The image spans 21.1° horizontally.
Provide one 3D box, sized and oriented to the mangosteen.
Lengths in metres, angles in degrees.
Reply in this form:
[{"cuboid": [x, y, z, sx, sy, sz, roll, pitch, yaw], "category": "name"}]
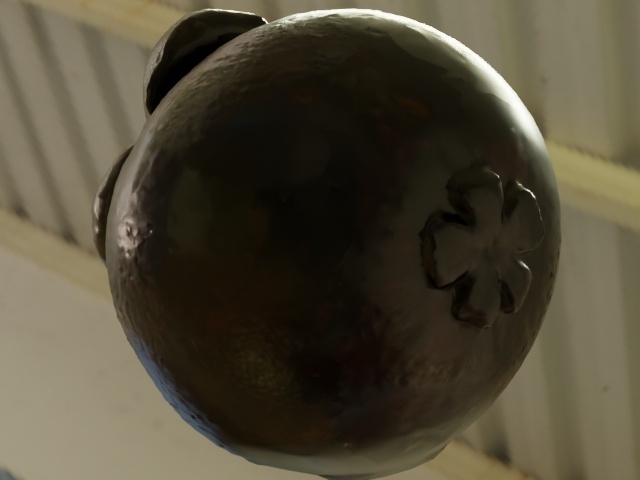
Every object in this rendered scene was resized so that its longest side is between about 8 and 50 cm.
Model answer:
[{"cuboid": [0.000, 0.000, 0.720, 0.210, 0.210, 0.210, 32, -35, 26], "category": "mangosteen"}]
